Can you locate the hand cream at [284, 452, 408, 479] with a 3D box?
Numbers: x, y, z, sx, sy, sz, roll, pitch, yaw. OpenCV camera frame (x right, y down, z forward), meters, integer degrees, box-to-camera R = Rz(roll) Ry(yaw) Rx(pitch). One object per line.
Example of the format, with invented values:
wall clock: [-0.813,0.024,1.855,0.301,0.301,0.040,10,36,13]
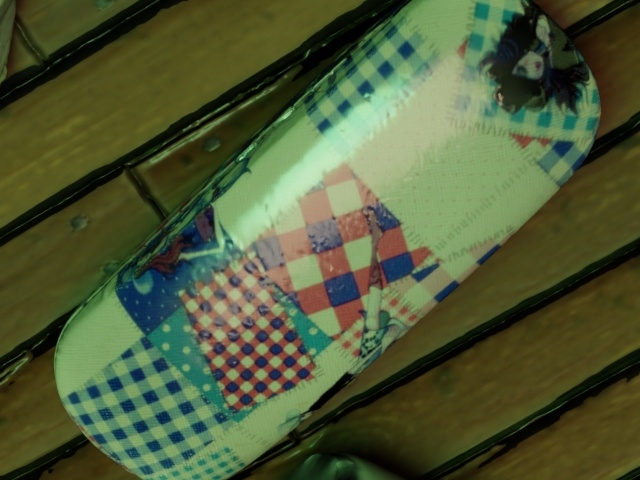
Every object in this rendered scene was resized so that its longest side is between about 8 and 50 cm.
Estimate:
hand cream: [0.111,0.245,1.052,0.359,0.118,0.185,32,104,-24]

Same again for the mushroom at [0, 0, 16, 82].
mushroom: [-0.263,-0.110,0.901,0.223,0.081,0.092,7,91,-3]

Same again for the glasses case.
glasses case: [0.000,0.000,0.960,0.327,0.076,0.125,-42,106,12]
